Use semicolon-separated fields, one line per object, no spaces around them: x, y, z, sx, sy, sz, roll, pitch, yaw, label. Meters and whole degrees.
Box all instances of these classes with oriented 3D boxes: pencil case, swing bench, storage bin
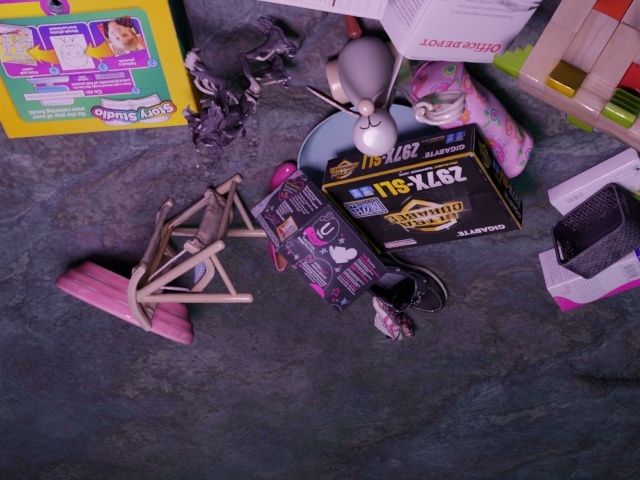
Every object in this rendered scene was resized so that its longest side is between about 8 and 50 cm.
0.293;-0.233;1.640;0.124;0.124;0.284;-31;132;30;pencil case
-0.265;0.023;1.786;0.254;0.253;0.165;-15;123;15;swing bench
0.586;-0.017;1.821;0.084;0.122;0.180;25;133;-27;storage bin

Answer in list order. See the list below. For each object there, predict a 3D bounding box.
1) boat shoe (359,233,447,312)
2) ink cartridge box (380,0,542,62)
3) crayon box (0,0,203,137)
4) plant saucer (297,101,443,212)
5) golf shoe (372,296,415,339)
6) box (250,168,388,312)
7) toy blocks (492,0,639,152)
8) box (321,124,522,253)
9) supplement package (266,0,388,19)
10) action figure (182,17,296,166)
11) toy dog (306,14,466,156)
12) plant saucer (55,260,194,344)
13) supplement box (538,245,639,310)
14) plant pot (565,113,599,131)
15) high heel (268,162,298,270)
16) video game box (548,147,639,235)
0.182;0.110;2.031;0.127;0.113;0.340;-29;133;27;boat shoe
0.251;-0.436;1.339;0.223;0.129;0.307;-5;145;-33;ink cartridge box
-0.411;-0.334;1.499;0.362;0.106;0.313;-3;141;3;crayon box
0.112;-0.168;1.760;0.317;0.044;0.318;-1;140;-1;plant saucer
0.168;0.200;2.170;0.085;0.068;0.186;-19;137;21;golf shoe
0.000;0.000;1.773;0.142;0.163;0.247;-40;131;3;box
0.510;-0.302;1.384;0.381;0.261;0.191;32;-179;13;toy blocks
0.203;-0.090;1.709;0.321;0.079;0.257;-10;141;30;box
-0.031;-0.472;1.297;0.292;0.178;0.175;7;139;-9;supplement package
-0.163;-0.254;1.496;0.141;0.276;0.164;31;152;17;action figure
0.080;-0.283;1.458;0.220;0.334;0.161;-29;120;-6;toy dog
-0.428;0.134;1.953;0.332;0.084;0.332;24;173;3;plant saucer
0.634;0.062;1.993;0.220;0.114;0.111;-23;136;21;supplement box
0.561;-0.288;1.555;0.234;0.166;0.166;-1;140;11;plant pot
-0.076;-0.048;1.834;0.082;0.117;0.244;7;139;-9;high heel
0.628;-0.093;1.863;0.205;0.048;0.187;-29;130;29;video game box
